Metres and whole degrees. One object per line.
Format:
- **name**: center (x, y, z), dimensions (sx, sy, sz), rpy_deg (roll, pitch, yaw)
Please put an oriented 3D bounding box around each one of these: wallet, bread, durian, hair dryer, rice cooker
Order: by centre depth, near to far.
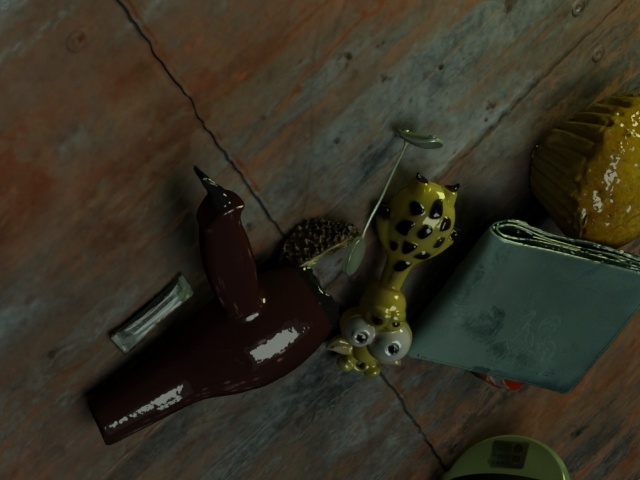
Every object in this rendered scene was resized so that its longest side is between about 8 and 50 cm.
- **hair dryer**: center (-0.139, 0.060, 1.453), dimensions (0.313, 0.123, 0.340), rpy_deg (-27, 139, -14)
- **durian**: center (0.006, 0.007, 1.602), dimensions (0.130, 0.052, 0.066), rpy_deg (-23, 131, -31)
- **wallet**: center (0.284, 0.095, 1.785), dimensions (0.291, 0.054, 0.251), rpy_deg (15, 128, -26)
- **bread**: center (0.406, -0.098, 1.804), dimensions (0.240, 0.139, 0.239), rpy_deg (-22, 130, -28)
- **rice cooker**: center (0.299, 0.423, 2.019), dimensions (0.226, 0.226, 0.244), rpy_deg (-45, 138, -7)

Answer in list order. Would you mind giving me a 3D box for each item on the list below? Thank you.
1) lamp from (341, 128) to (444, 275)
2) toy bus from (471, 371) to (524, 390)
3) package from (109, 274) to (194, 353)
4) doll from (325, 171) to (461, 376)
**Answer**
- **lamp**: center (0.084, -0.043, 1.601), dimensions (0.198, 0.056, 0.050), rpy_deg (-66, 161, -1)
- **toy bus**: center (0.297, 0.144, 1.921), dimensions (0.174, 0.077, 0.079), rpy_deg (-51, 137, -1)
- **package**: center (-0.192, 0.085, 1.512), dimensions (0.110, 0.015, 0.037), rpy_deg (-41, 137, -11)
- **doll**: center (0.094, 0.049, 1.683), dimensions (0.117, 0.086, 0.291), rpy_deg (18, 109, -11)
